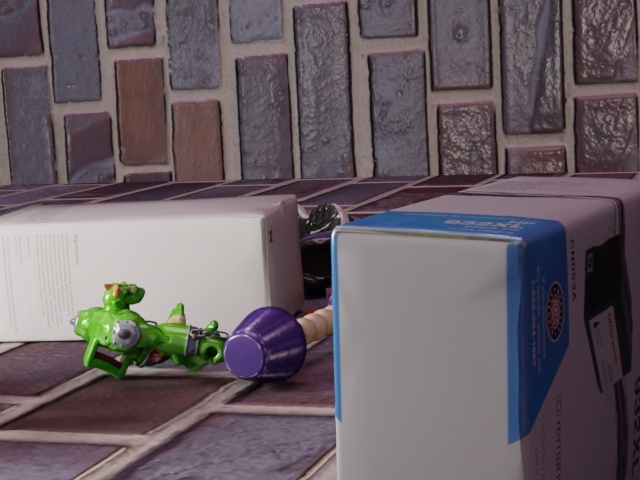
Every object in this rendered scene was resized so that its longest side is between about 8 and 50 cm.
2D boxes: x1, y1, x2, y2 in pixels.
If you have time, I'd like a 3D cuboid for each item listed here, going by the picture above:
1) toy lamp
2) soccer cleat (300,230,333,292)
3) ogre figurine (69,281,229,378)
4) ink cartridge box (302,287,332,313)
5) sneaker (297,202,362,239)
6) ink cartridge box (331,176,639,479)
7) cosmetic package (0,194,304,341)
[{"bbox_3d":[-0.017,0.093,1.447,0.080,0.080,0.275,0,8,24],"label":"toy lamp"},{"bbox_3d":[0.095,0.022,1.887,0.289,0.093,0.121,-2,1,1],"label":"soccer cleat"},{"bbox_3d":[-0.184,0.100,1.438,0.118,0.096,0.197,13,14,-31],"label":"ogre figurine"},{"bbox_3d":[0.040,0.074,1.740,0.115,0.029,0.063,-7,9,-32],"label":"ink cartridge box"},{"bbox_3d":[0.000,0.000,2.140,0.108,0.100,0.271,20,-6,-25],"label":"sneaker"},{"bbox_3d":[0.135,0.081,0.927,0.129,0.223,0.307,2,9,29],"label":"ink cartridge box"},{"bbox_3d":[-0.218,0.031,1.697,0.366,0.155,0.197,-1,9,13],"label":"cosmetic package"}]
